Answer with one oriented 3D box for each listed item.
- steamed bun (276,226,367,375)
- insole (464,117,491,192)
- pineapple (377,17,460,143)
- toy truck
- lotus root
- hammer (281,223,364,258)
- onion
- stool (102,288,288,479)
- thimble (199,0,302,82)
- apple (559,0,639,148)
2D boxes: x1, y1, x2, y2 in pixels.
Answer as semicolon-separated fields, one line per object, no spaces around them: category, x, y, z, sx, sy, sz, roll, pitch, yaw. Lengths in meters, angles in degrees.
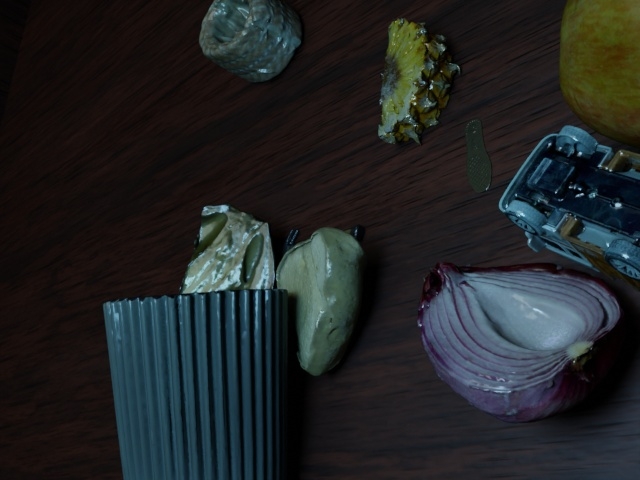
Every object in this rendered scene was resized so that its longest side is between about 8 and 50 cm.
steamed bun;0.018;0.080;1.240;0.212;0.111;0.231;118;144;-44
insole;0.241;-0.132;1.176;0.045;0.002;0.135;-26;54;39
pineapple;0.169;-0.276;1.276;0.135;0.080;0.233;-10;70;56
toy truck;0.362;-0.011;0.850;0.136;0.162;0.305;-54;39;-4
lotus root;-0.180;0.102;1.453;0.210;0.142;0.314;25;87;14
hammer;0.000;0.000;1.372;0.201;0.021;0.078;-17;60;43
onion;0.232;0.116;0.952;0.227;0.120;0.283;-27;34;-15
stool;-0.187;0.251;1.222;0.297;0.297;0.330;-10;83;46
thimble;-0.159;-0.458;1.681;0.196;0.148;0.229;-54;39;17
apple;0.389;-0.221;0.849;0.264;0.264;0.264;-24;55;40
